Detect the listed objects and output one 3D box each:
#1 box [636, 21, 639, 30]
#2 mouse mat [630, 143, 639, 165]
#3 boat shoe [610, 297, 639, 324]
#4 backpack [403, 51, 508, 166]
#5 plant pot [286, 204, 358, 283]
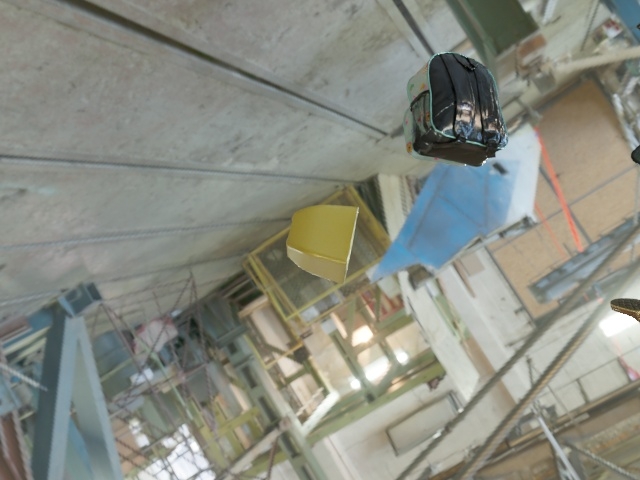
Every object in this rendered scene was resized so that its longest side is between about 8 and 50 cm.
[{"bbox_3d":[0.657,-0.372,1.045,0.044,0.159,0.233,-35,172,-16],"label":"box"},{"bbox_3d":[0.434,-0.102,0.643,0.189,0.152,0.007,-38,140,-20],"label":"mouse mat"},{"bbox_3d":[0.870,0.201,1.704,0.178,0.060,0.064,14,-150,40],"label":"boat shoe"},{"bbox_3d":[0.231,-0.230,1.122,0.165,0.189,0.144,6,163,-20],"label":"backpack"},{"bbox_3d":[0.000,0.000,0.827,0.083,0.081,0.081,11,158,3],"label":"plant pot"}]
